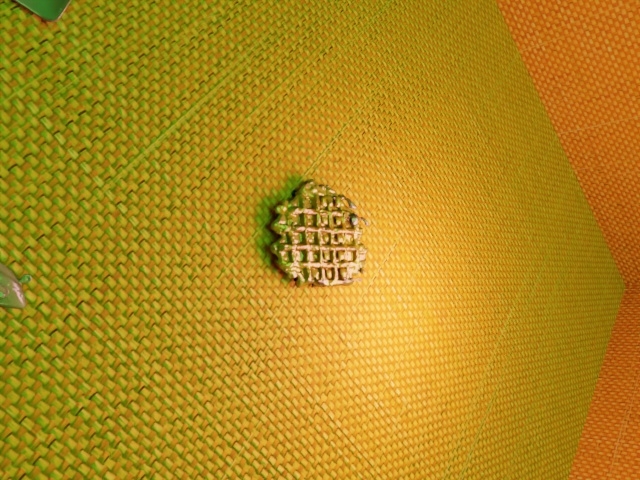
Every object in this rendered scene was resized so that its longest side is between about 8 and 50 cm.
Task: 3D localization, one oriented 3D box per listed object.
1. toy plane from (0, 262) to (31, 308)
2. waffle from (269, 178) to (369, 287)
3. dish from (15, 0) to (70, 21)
[{"bbox_3d":[-0.546,0.029,0.840,0.286,0.092,0.108,41,83,-35],"label":"toy plane"},{"bbox_3d":[-0.002,0.000,1.378,0.280,0.060,0.262,53,56,-24],"label":"waffle"},{"bbox_3d":[-0.476,-0.462,0.934,0.213,0.151,0.077,24,34,-42],"label":"dish"}]
